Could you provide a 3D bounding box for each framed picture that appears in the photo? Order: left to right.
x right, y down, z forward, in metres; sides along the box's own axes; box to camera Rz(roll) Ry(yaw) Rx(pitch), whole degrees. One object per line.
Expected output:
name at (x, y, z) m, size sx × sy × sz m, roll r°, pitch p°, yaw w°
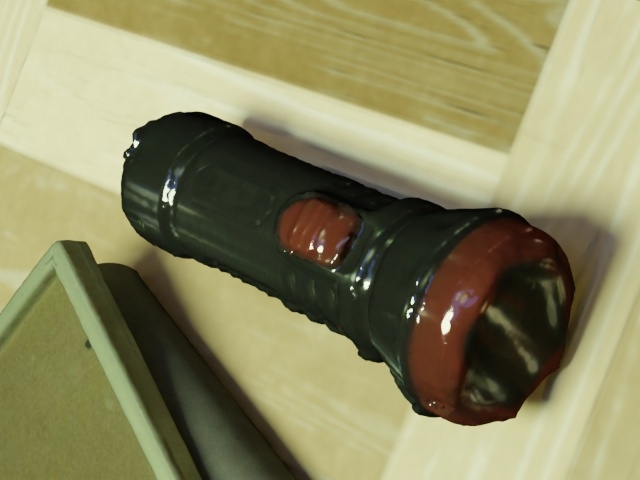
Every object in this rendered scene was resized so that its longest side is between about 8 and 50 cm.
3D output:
framed picture at (-0.119, 0.194, 0.748) m, size 0.240 × 0.020 × 0.324 m, roll -50°, pitch 56°, yaw 27°

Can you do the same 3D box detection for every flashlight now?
flashlight at (0.000, 0.000, 0.703) m, size 0.232 × 0.093 × 0.093 m, roll 26°, pitch 93°, yaw 39°

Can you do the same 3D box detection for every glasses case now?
glasses case at (-0.075, 0.093, 0.763) m, size 0.190 × 0.042 × 0.072 m, roll 48°, pitch 114°, yaw 35°
